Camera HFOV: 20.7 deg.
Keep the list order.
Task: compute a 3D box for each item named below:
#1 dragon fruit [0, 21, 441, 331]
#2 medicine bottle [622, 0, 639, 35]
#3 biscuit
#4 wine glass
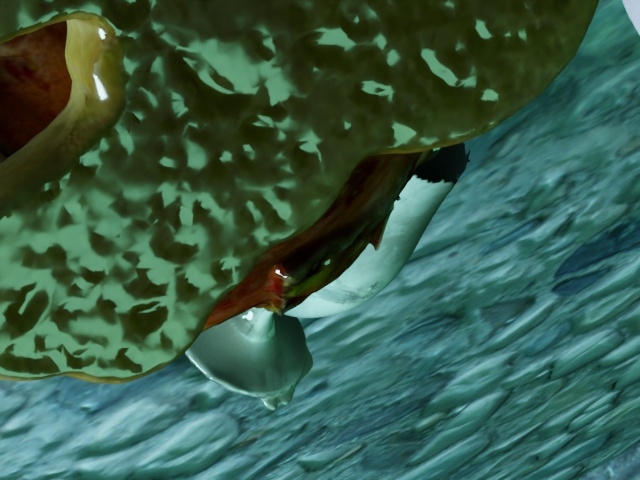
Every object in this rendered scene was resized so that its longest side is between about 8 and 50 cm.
[{"bbox_3d":[-0.075,-0.075,0.602,0.315,0.250,0.250,-27,163,-50],"label":"dragon fruit"},{"bbox_3d":[0.271,-0.208,0.767,0.212,0.212,0.325,-22,158,-21],"label":"medicine bottle"},{"bbox_3d":[0.000,-0.094,0.460,0.295,0.044,0.186,-33,125,-16],"label":"biscuit"},{"bbox_3d":[0.000,0.000,1.022,0.103,0.103,0.222,-11,152,-40],"label":"wine glass"}]
